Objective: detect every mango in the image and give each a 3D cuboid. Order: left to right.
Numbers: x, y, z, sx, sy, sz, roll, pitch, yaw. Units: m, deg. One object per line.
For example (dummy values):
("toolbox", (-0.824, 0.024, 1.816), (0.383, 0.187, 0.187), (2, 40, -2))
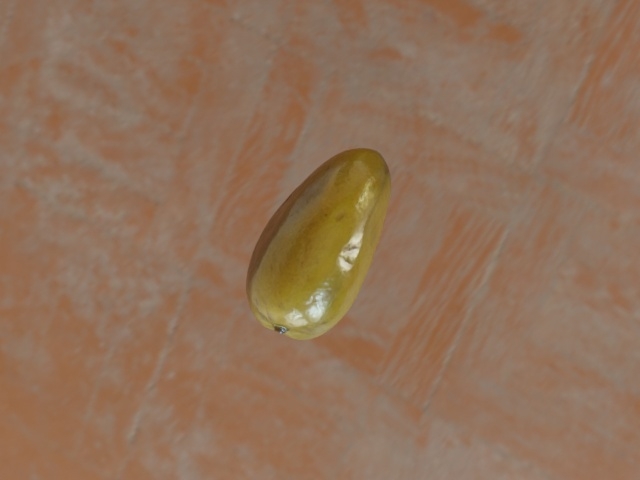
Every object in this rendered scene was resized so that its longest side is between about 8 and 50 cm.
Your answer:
("mango", (0.000, 0.000, 1.596), (0.098, 0.137, 0.195), (24, 112, -6))
